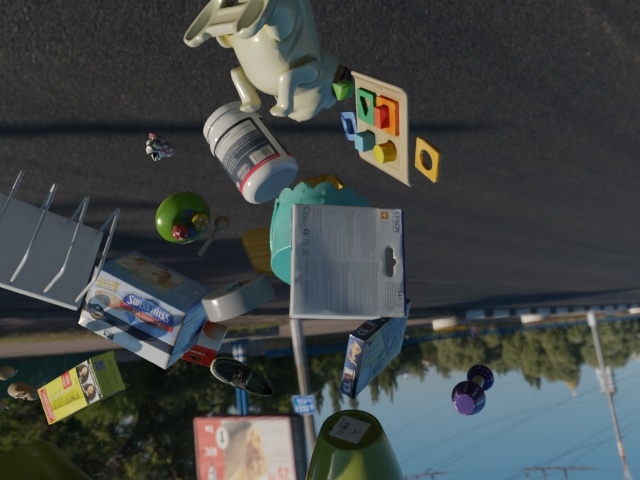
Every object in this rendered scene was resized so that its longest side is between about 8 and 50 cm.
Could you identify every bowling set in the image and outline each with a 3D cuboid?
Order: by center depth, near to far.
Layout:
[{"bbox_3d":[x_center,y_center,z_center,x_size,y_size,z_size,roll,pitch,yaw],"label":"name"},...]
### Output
[{"bbox_3d":[-1.000,0.424,1.674,0.154,0.200,0.287,-3,-168,37],"label":"bowling set"}]

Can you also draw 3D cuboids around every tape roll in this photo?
[{"bbox_3d":[-0.256,0.174,1.757,0.219,0.072,0.219,-21,-172,3],"label":"tape roll"}]

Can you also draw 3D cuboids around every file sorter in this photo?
[{"bbox_3d":[-0.569,-0.016,1.121,0.277,0.193,0.173,25,142,-29],"label":"file sorter"}]

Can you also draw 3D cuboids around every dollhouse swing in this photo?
[{"bbox_3d":[-0.082,-0.065,1.992,0.304,0.315,0.347,5,-152,-25],"label":"dollhouse swing"}]

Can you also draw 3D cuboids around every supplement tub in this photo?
[{"bbox_3d":[-0.212,-0.266,1.708,0.191,0.272,0.191,-33,163,-11],"label":"supplement tub"}]

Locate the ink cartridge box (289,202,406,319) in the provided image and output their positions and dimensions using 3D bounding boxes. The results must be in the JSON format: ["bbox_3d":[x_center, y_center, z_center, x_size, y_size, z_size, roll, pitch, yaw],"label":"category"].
[{"bbox_3d":[0.052,0.042,1.099,0.223,0.223,0.045,3,166,-7],"label":"ink cartridge box"}]

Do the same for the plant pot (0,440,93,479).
[{"bbox_3d":[-0.634,0.665,1.277,0.366,0.353,0.366,-37,155,-20],"label":"plant pot"}]

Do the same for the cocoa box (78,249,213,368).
[{"bbox_3d":[-0.579,0.222,1.904,0.347,0.228,0.231,26,-162,7],"label":"cocoa box"}]

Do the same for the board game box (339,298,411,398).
[{"bbox_3d":[0.137,0.253,1.373,0.042,0.165,0.243,22,-152,27],"label":"board game box"}]

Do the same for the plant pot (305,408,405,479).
[{"bbox_3d":[0.076,0.551,1.297,0.274,0.294,0.275,-5,-158,2],"label":"plant pot"}]

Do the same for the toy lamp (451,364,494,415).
[{"bbox_3d":[0.364,0.357,1.349,0.080,0.080,0.274,-11,175,21],"label":"toy lamp"}]

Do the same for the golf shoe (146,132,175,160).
[{"bbox_3d":[-0.597,-0.334,2.077,0.067,0.086,0.186,22,177,7],"label":"golf shoe"}]

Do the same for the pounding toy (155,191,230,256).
[{"bbox_3d":[-0.412,-0.043,1.842,0.237,0.183,0.110,35,-177,-40],"label":"pounding toy"}]

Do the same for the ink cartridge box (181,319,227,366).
[{"bbox_3d":[-0.449,0.378,2.129,0.145,0.179,0.045,17,128,1],"label":"ink cartridge box"}]

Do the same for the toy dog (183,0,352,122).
[{"bbox_3d":[-0.099,-0.501,1.515,0.284,0.395,0.408,0,148,36],"label":"toy dog"}]

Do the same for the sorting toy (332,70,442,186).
[{"bbox_3d":[0.107,-0.210,1.072,0.047,0.196,0.347,-22,-147,-18],"label":"sorting toy"}]

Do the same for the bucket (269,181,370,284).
[{"bbox_3d":[0.000,0.000,1.466,0.281,0.183,0.281,6,147,4],"label":"bucket"}]

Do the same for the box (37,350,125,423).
[{"bbox_3d":[-0.505,0.311,1.185,0.232,0.087,0.058,-29,169,35],"label":"box"}]

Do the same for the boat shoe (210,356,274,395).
[{"bbox_3d":[-0.240,0.432,1.783,0.223,0.080,0.073,34,159,-24],"label":"boat shoe"}]
